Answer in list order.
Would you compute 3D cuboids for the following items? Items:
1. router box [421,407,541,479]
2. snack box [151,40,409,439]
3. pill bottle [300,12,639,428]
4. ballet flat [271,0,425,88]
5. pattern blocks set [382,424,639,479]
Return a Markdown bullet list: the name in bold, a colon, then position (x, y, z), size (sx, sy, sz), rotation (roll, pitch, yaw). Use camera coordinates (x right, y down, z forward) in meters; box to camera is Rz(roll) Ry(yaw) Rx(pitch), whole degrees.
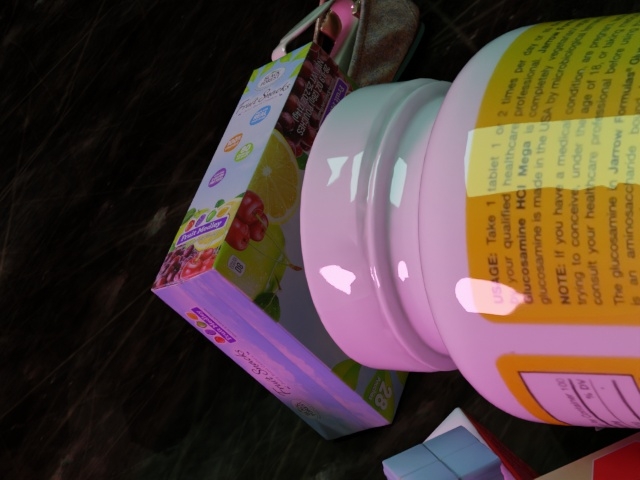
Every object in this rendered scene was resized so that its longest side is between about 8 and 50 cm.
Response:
- **router box**: position (0.027, 0.281, 0.804), size (0.335, 0.082, 0.301), rotation (-48, 24, 4)
- **snack box**: position (0.000, 0.000, 1.153), size (0.070, 0.174, 0.207), rotation (-19, 37, 43)
- **pill bottle**: position (0.166, -0.010, 0.753), size (0.334, 0.188, 0.188), rotation (-1, 50, 34)
- **ballet flat**: position (-0.008, -0.104, 1.406), size (0.107, 0.106, 0.316), rotation (-26, 33, 43)
- **pattern blocks set**: position (0.161, 0.132, 0.708), size (0.285, 0.026, 0.325), rotation (-19, 23, -5)
